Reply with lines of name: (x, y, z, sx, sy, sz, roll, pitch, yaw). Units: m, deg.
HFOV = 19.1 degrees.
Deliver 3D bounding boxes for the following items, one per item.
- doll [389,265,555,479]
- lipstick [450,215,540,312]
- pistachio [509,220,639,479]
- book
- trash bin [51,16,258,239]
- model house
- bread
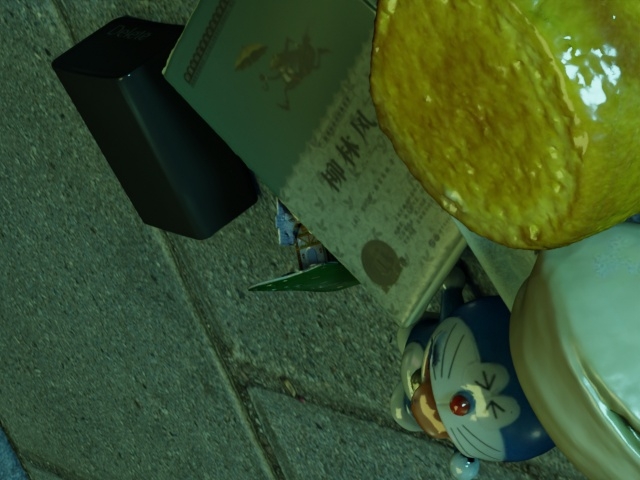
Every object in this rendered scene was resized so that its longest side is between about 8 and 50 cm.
doll: (0.147, 0.129, 1.877, 0.257, 0.161, 0.215, -9, 86, 64)
lipstick: (0.225, 0.063, 1.725, 0.076, 0.077, 0.290, -19, 110, 43)
pistachio: (0.289, 0.128, 1.583, 0.208, 0.226, 0.332, -34, 87, 23)
book: (0.015, -0.128, 1.847, 0.379, 0.031, 0.264, 45, 132, 17)
trash bin: (-0.180, -0.127, 2.171, 0.165, 0.115, 0.225, 14, 137, 51)
model house: (0.000, 0.000, 1.994, 0.117, 0.167, 0.088, -18, 78, 35)
bread: (0.172, -0.132, 1.507, 0.312, 0.172, 0.312, 39, 148, 31)
